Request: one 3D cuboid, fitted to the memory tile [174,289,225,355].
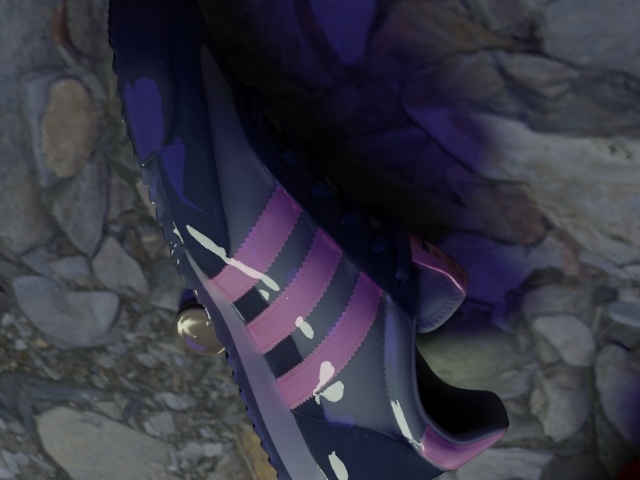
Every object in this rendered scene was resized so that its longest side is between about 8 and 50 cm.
[{"bbox_3d":[-0.018,0.030,0.706,0.113,0.012,0.148,26,127,-2],"label":"memory tile"}]

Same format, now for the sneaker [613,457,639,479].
[{"bbox_3d":[0.245,0.179,0.684,0.221,0.087,0.128,-3,84,-18],"label":"sneaker"}]

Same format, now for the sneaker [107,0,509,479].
[{"bbox_3d":[0.000,0.000,0.621,0.131,0.112,0.319,-18,120,8],"label":"sneaker"}]
